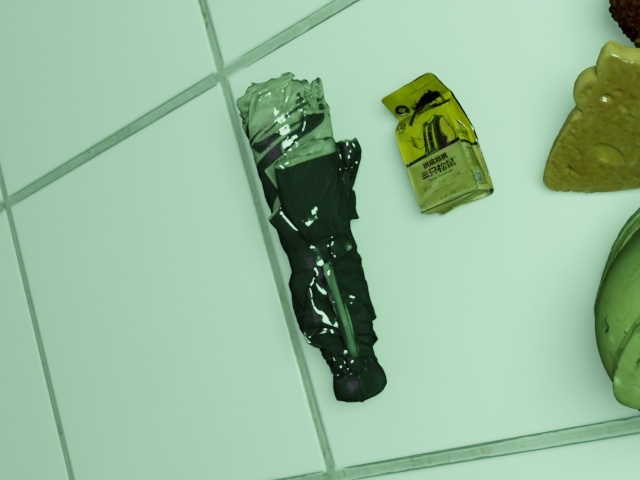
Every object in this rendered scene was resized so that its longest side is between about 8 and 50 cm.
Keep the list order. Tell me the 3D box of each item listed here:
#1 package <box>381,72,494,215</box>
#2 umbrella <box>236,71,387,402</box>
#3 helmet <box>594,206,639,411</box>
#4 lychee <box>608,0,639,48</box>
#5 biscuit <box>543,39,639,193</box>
[{"bbox_3d":[0.117,-0.095,0.841,0.071,0.047,0.131,-29,75,37],"label":"package"},{"bbox_3d":[0.006,-0.002,0.898,0.106,0.113,0.358,-17,88,64],"label":"umbrella"},{"bbox_3d":[0.276,0.075,0.628,0.204,0.137,0.258,48,141,22],"label":"helmet"},{"bbox_3d":[0.295,-0.199,0.657,0.123,0.129,0.123,51,165,19],"label":"lychee"},{"bbox_3d":[0.273,-0.097,0.685,0.162,0.035,0.250,39,145,-12],"label":"biscuit"}]
